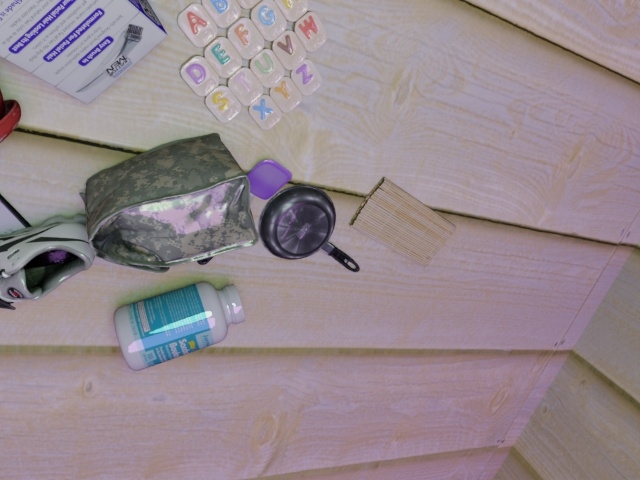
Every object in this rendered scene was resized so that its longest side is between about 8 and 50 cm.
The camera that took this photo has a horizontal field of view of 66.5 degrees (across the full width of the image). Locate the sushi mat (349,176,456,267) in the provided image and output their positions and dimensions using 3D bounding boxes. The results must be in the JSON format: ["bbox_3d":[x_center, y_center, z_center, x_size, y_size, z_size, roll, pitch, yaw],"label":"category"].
[{"bbox_3d":[0.228,-0.040,1.308,0.317,0.019,0.151,27,104,-35],"label":"sushi mat"}]

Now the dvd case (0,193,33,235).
[{"bbox_3d":[-0.671,0.019,0.903,0.253,0.022,0.180,-32,126,-6],"label":"dvd case"}]

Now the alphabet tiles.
[{"bbox_3d":[-0.125,-0.364,0.952,0.284,0.021,0.278,-40,126,0],"label":"alphabet tiles"}]

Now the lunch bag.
[{"bbox_3d":[-0.287,-0.067,0.907,0.287,0.235,0.168,-17,126,-17],"label":"lunch bag"}]

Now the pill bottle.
[{"bbox_3d":[-0.308,0.180,1.092,0.264,0.146,0.146,-17,123,-16],"label":"pill bottle"}]

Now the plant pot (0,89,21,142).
[{"bbox_3d":[-0.573,-0.207,0.721,0.191,0.191,0.174,-33,129,-6],"label":"plant pot"}]

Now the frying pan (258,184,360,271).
[{"bbox_3d":[-0.027,0.013,1.200,0.197,0.053,0.326,-30,123,-7],"label":"frying pan"}]

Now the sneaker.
[{"bbox_3d":[-0.567,0.060,0.875,0.331,0.146,0.122,-25,126,-10],"label":"sneaker"}]

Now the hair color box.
[{"bbox_3d":[-0.397,-0.346,0.663,0.185,0.110,0.339,-35,158,11],"label":"hair color box"}]

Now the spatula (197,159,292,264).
[{"bbox_3d":[-0.183,-0.057,1.091,0.084,0.030,0.296,34,100,-35],"label":"spatula"}]
